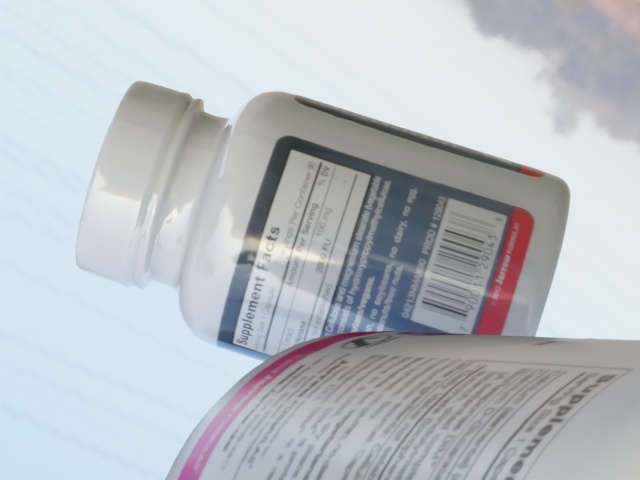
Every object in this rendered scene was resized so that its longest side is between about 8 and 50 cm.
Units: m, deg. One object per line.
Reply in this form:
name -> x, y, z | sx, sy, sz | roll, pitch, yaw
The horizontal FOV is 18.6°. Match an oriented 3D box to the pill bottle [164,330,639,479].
pill bottle -> 0.082, 0.107, 0.538 | 0.160, 0.160, 0.283 | 33, 163, -27

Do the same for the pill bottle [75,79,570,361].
pill bottle -> 0.000, 0.000, 0.782 | 0.180, 0.108, 0.108 | 18, -167, 2
